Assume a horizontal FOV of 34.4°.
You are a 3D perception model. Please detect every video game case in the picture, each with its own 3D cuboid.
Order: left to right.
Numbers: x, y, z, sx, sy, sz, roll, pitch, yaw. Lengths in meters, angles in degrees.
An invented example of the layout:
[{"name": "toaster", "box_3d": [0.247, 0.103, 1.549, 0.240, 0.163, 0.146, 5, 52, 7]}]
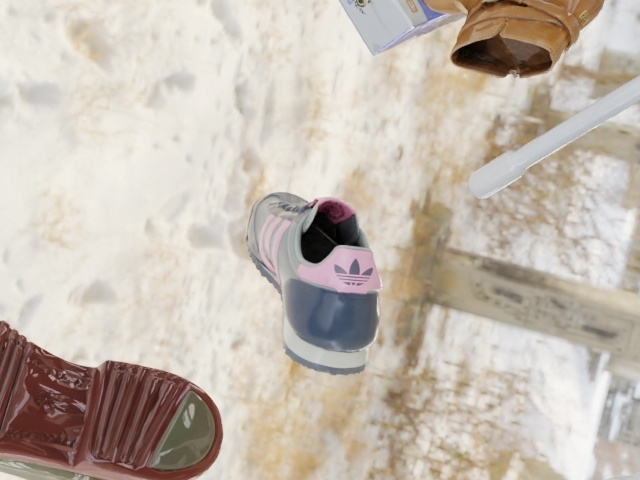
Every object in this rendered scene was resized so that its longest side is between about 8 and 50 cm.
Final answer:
[{"name": "video game case", "box_3d": [0.071, -0.340, 1.114, 0.244, 0.061, 0.269, 59, 36, -2]}]

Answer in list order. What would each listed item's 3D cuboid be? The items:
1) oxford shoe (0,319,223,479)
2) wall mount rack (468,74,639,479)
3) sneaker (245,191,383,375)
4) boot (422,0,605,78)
[{"name": "oxford shoe", "box_3d": [-0.260, 0.144, 0.833, 0.130, 0.348, 0.123, 120, -11, -52]}, {"name": "wall mount rack", "box_3d": [0.254, -0.003, 0.543, 0.130, 0.304, 0.350, 77, 0, -64]}, {"name": "sneaker", "box_3d": [0.000, 0.000, 1.046, 0.319, 0.112, 0.131, -119, -142, -59]}, {"name": "boot", "box_3d": [0.140, -0.194, 0.872, 0.073, 0.197, 0.152, 56, 52, -32]}]
